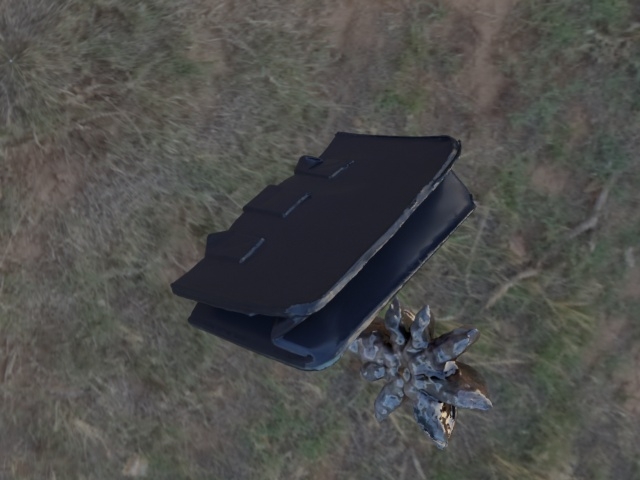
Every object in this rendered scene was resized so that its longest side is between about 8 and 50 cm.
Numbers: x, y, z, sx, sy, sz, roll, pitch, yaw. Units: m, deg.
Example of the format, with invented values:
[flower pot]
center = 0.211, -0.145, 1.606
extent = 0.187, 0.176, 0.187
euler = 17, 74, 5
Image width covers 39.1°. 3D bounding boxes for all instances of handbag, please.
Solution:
[handbag]
center = 0.000, 0.000, 1.065
extent = 0.326, 0.269, 0.118
euler = -42, 126, -30

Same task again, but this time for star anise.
[star anise]
center = 0.124, 0.169, 1.209
extent = 0.093, 0.236, 0.229
euler = -27, 146, -49
